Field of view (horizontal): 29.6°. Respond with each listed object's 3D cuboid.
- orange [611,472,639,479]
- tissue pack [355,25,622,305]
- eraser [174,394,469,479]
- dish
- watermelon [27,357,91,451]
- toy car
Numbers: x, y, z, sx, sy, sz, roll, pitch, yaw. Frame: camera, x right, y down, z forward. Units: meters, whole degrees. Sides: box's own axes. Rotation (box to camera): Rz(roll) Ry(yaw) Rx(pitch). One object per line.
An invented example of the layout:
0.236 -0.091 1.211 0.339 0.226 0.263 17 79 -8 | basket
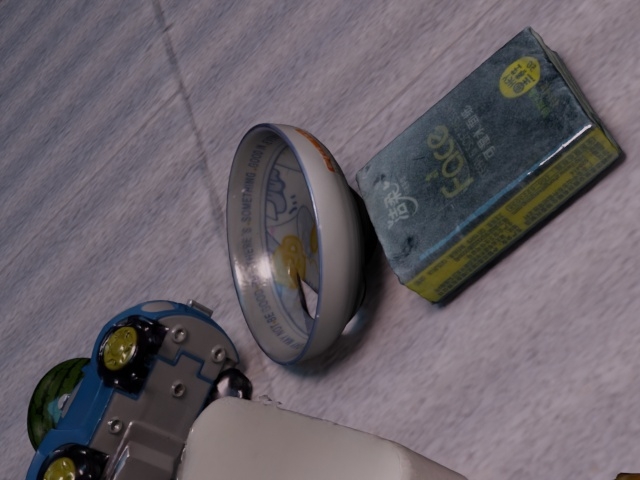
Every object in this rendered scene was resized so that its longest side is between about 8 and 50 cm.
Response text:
0.315 0.305 0.743 0.271 0.210 0.368 -26 36 -10 | orange
0.172 -0.078 1.279 0.257 0.081 0.185 -41 40 20 | tissue pack
-0.028 0.326 1.172 0.331 0.150 0.331 -27 45 31 | eraser
0.000 0.000 1.383 0.273 0.134 0.273 175 90 -66 | dish
-0.308 0.244 1.547 0.141 0.141 0.187 -10 64 44 | watermelon
-0.223 0.211 1.415 0.166 0.198 0.314 15 78 44 | toy car
